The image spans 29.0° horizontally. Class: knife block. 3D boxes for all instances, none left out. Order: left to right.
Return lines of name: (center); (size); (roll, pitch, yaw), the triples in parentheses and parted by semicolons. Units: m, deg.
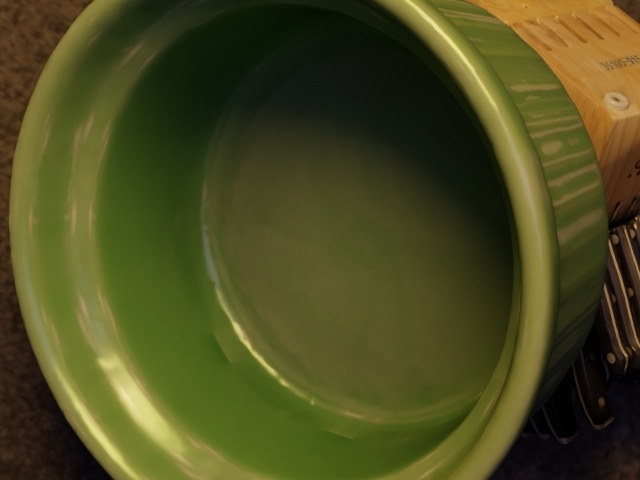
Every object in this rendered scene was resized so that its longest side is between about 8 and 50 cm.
knife block: (0.124, -0.026, 0.754); (0.088, 0.242, 0.276); (-15, 49, -32)

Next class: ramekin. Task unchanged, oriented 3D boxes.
ramekin: (0.000, 0.000, 0.646); (0.303, 0.148, 0.303); (6, 103, 30)
